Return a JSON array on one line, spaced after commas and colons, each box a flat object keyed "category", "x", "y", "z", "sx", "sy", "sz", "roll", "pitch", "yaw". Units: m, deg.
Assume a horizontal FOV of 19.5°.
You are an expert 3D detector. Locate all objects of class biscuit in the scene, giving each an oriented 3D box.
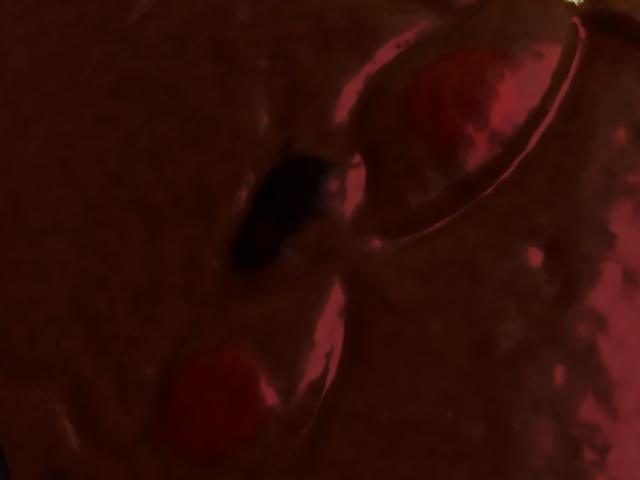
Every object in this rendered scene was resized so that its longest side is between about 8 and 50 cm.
[{"category": "biscuit", "x": 0.000, "y": 0.000, "z": 0.768, "sx": 0.455, "sy": 0.078, "sz": 0.349, "roll": 40, "pitch": 90, "yaw": 28}]
